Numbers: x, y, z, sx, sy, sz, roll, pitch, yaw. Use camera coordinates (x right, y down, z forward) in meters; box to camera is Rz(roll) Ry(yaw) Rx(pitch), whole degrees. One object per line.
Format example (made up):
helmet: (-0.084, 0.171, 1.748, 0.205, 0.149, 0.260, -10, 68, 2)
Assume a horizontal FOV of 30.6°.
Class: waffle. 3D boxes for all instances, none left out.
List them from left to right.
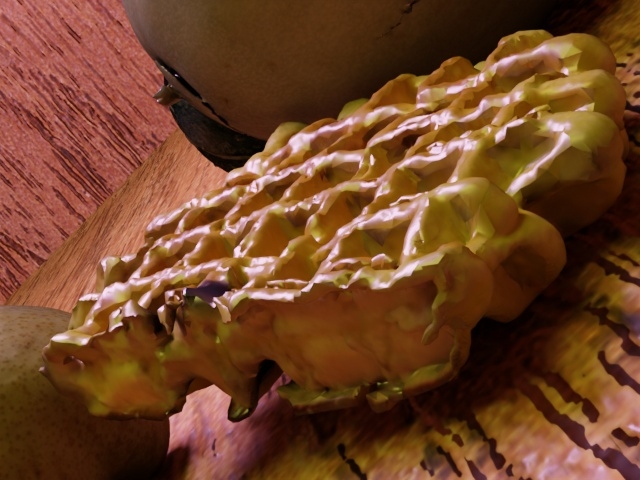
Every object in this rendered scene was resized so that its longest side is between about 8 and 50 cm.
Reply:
waffle: (0.001, 0.001, 0.513, 0.283, 0.065, 0.309, -33, 15, 1)

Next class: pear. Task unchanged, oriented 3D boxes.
pear: (-0.166, 0.116, 0.612, 0.167, 0.136, 0.167, -47, 12, 13)

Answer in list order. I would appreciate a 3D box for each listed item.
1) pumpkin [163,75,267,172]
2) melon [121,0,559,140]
pumpkin: (-0.034, -0.140, 0.917, 0.146, 0.190, 0.190, 19, 56, 29)
melon: (0.019, -0.201, 0.701, 0.330, 0.268, 0.268, -43, 13, 6)
